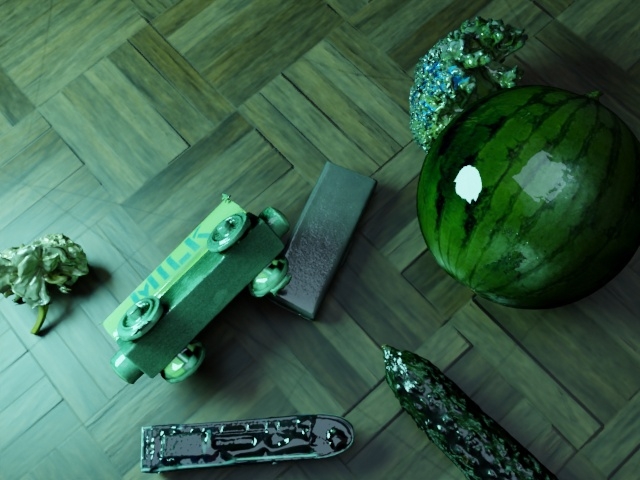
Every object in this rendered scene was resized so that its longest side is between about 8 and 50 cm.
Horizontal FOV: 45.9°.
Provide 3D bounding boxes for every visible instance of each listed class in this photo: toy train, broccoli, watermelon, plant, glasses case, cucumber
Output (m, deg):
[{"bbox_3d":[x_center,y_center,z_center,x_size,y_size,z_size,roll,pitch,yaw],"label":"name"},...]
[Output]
[{"bbox_3d":[-0.148,0.049,0.875,0.253,0.105,0.157,-46,30,-8],"label":"toy train"},{"bbox_3d":[0.187,-0.178,0.919,0.160,0.154,0.167,34,75,-5],"label":"broccoli"},{"bbox_3d":[0.225,-0.048,0.810,0.243,0.242,0.242,-2,70,5],"label":"watermelon"},{"bbox_3d":[-0.078,0.225,0.839,0.234,0.051,0.052,-5,69,1],"label":"toy train"},{"bbox_3d":[-0.340,0.055,0.912,0.117,0.104,0.121,-8,93,26],"label":"plant"},{"bbox_3d":[0.001,-0.001,0.918,0.072,0.042,0.190,23,74,9],"label":"glasses case"},{"bbox_3d":[0.172,0.220,0.804,0.072,0.072,0.300,-43,69,-10],"label":"cucumber"}]
